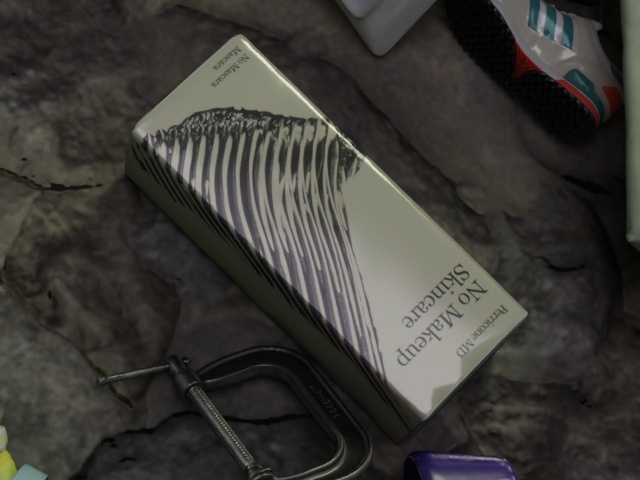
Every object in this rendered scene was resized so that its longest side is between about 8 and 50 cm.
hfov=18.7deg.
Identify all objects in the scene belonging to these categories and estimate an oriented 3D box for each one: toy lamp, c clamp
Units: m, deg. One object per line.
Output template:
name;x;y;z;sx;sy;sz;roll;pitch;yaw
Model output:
toy lamp;-0.004;0.190;1.271;0.274;0.080;0.080;-10;76;-8
c clamp;-0.048;0.120;1.278;0.137;0.022;0.160;-20;44;-30

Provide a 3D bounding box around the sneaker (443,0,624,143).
sneaker;0.159;-0.147;1.407;0.075;0.057;0.161;-37;81;-33

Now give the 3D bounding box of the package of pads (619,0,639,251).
package of pads;0.342;-0.116;1.252;0.296;0.101;0.229;-10;66;27

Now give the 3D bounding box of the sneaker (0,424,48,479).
sneaker;-0.223;0.125;1.233;0.208;0.127;0.319;14;82;-2

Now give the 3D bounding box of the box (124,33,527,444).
box;0.000;0.000;1.314;0.275;0.094;0.113;43;72;5

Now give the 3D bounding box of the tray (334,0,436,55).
tray;0.063;-0.249;1.312;0.030;0.270;0.145;-30;80;-44
